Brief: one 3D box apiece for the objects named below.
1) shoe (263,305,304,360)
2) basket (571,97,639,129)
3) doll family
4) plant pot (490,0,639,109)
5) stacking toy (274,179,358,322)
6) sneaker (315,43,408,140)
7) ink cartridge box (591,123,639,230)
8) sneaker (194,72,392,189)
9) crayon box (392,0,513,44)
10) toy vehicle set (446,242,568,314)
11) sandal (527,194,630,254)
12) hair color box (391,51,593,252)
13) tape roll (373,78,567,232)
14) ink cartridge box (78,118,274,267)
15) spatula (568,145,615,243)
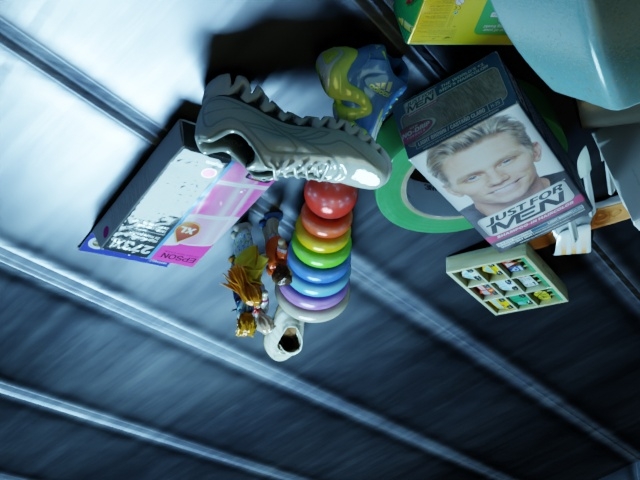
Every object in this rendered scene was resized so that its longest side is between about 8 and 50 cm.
[{"bbox_3d":[-0.075,0.205,1.978,0.076,0.058,0.219,-5,147,-13],"label":"shoe"},{"bbox_3d":[0.480,-0.257,1.384,0.227,0.154,0.204,-14,113,14],"label":"basket"},{"bbox_3d":[-0.128,0.079,1.667,0.118,0.163,0.263,-2,146,-16],"label":"doll family"},{"bbox_3d":[0.338,-0.293,1.059,0.247,0.247,0.252,-22,113,-10],"label":"plant pot"},{"bbox_3d":[0.000,0.000,1.635,0.141,0.141,0.330,-6,142,-12],"label":"stacking toy"},{"bbox_3d":[0.079,-0.196,1.388,0.126,0.091,0.240,-17,147,6],"label":"sneaker"},{"bbox_3d":[0.623,-0.129,1.516,0.270,0.197,0.198,-31,143,25],"label":"ink cartridge box"},{"bbox_3d":[-0.041,-0.126,1.338,0.292,0.118,0.110,20,142,-5],"label":"sneaker"},{"bbox_3d":[0.253,-0.342,1.234,0.278,0.081,0.165,-3,147,-15],"label":"crayon box"},{"bbox_3d":[0.388,0.081,1.940,0.166,0.035,0.267,-15,150,28],"label":"toy vehicle set"},{"bbox_3d":[0.523,-0.023,1.823,0.265,0.076,0.102,-19,147,10],"label":"sandal"},{"bbox_3d":[0.268,-0.118,1.421,0.174,0.105,0.347,-27,144,20],"label":"hair color box"},{"bbox_3d":[0.240,-0.134,1.555,0.321,0.077,0.321,-9,147,-6],"label":"tape roll"},{"bbox_3d":[-0.238,-0.046,1.537,0.175,0.069,0.371,13,142,-35],"label":"ink cartridge box"},{"bbox_3d":[0.482,-0.099,1.681,0.168,0.019,0.242,-51,146,-9],"label":"spatula"}]
